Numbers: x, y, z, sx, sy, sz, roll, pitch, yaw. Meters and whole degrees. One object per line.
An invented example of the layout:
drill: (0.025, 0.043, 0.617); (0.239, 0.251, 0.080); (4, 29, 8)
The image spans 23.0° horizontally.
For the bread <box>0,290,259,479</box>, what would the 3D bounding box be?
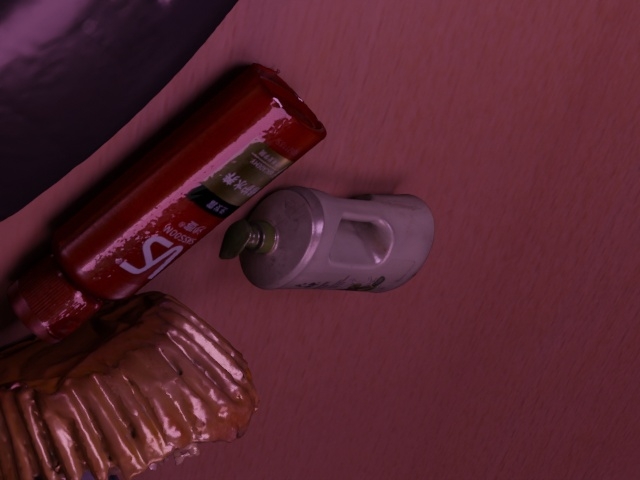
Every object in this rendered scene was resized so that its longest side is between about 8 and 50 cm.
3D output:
bread: (-0.197, 0.145, 1.479); (0.274, 0.274, 0.149); (-22, 108, -18)

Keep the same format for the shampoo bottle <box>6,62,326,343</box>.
shampoo bottle: (-0.140, -0.028, 1.388); (0.314, 0.076, 0.118); (-39, 158, 11)

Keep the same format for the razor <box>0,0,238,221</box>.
razor: (-0.211, -0.134, 1.121); (0.349, 0.113, 0.204); (-39, 148, 11)

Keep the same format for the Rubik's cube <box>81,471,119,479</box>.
Rubik's cube: (-0.322, 0.423, 1.630); (0.337, 0.343, 0.344); (-25, 151, -14)

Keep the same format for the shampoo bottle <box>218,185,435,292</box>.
shampoo bottle: (0.000, 0.000, 1.559); (0.234, 0.087, 0.118); (3, 139, -46)
